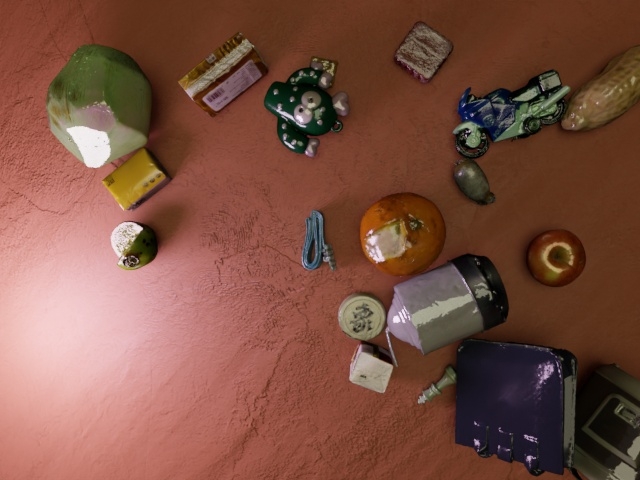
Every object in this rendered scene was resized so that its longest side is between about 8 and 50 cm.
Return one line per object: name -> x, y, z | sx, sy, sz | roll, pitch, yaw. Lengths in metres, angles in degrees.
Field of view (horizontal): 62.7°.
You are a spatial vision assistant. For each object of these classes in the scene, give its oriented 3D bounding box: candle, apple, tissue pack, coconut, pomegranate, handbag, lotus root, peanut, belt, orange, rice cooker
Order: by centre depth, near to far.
rice cooker -> 0.804, 0.531, 1.391 | 0.335, 0.335, 0.325 | 32, 94, 2
handbag -> 0.518, 0.436, 1.410 | 0.304, 0.122, 0.329 | -2, 84, 46
peanut -> 0.807, -0.418, 1.445 | 0.325, 0.153, 0.140 | -36, 124, 12
candle -> 0.325, 0.184, 1.453 | 0.343, 0.221, 0.221 | -22, 90, 2
orange -> 0.228, -0.017, 1.455 | 0.240, 0.240, 0.239 | 0, 92, 4
coconut -> -0.612, -0.363, 1.466 | 0.329, 0.281, 0.328 | -3, 84, 31
apple -> 0.659, 0.051, 1.475 | 0.164, 0.139, 0.163 | -2, 84, 14
tissue pack -> -0.266, -0.464, 1.491 | 0.226, 0.183, 0.092 | -40, 85, 4
lotus root -> 0.438, -0.164, 1.504 | 0.088, 0.088, 0.165 | -36, 103, 4
tissue pack -> 0.146, 0.358, 1.509 | 0.106, 0.149, 0.099 | 20, 93, 3
belt -> -0.001, 0.000, 1.552 | 0.100, 0.065, 0.179 | 2, 93, 14
pomegranate -> -0.541, 0.026, 1.553 | 0.143, 0.122, 0.169 | -52, 49, 9
tissue pack -> -0.548, -0.182, 1.571 | 0.169, 0.082, 0.120 | -37, 88, 4

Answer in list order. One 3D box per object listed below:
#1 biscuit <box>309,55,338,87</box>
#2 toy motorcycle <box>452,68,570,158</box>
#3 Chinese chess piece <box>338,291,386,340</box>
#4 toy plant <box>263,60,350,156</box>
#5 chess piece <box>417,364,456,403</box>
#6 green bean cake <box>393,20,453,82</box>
biscuit -> 0.004, -0.499, 1.555 | 0.083, 0.018, 0.081 | 14, 93, 4
toy motorcycle -> 0.520, -0.369, 1.478 | 0.331, 0.125, 0.196 | -24, 91, 8
Chinese chess piece -> 0.123, 0.225, 1.552 | 0.144, 0.058, 0.144 | 0, 93, 4
toy plant -> -0.039, -0.379, 1.516 | 0.233, 0.112, 0.243 | -38, 83, 9
chess piece -> 0.344, 0.433, 1.549 | 0.149, 0.059, 0.059 | -40, 89, 10
green bean cake -> 0.296, -0.541, 1.515 | 0.135, 0.056, 0.135 | 37, 94, 3
